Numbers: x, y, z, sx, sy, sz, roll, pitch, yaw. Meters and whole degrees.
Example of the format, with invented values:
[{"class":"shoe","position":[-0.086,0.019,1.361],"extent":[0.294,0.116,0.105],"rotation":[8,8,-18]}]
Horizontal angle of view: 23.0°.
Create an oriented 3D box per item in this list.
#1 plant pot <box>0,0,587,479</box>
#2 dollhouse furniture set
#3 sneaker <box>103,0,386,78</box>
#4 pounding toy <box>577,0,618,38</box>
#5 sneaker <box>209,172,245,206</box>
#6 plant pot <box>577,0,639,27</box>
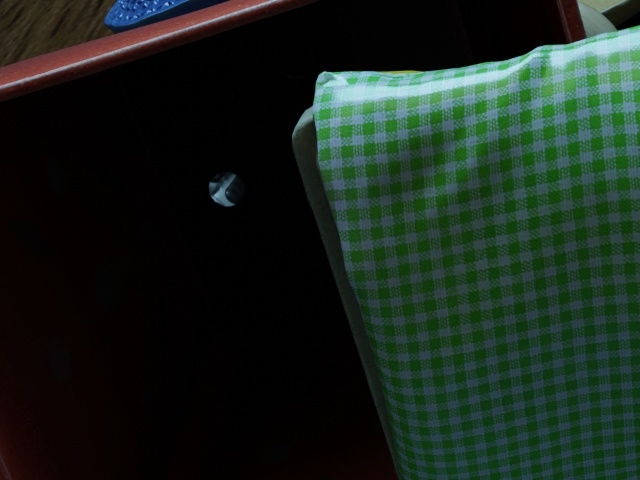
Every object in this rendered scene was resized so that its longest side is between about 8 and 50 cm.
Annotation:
[{"class":"plant pot","position":[0.000,0.000,0.700],"extent":[0.267,0.267,0.236],"rotation":[-16,21,10]},{"class":"dollhouse furniture set","position":[0.124,0.095,0.422],"extent":[0.197,0.301,0.151],"rotation":[-14,31,8]},{"class":"sneaker","position":[-0.037,-0.122,0.880],"extent":[0.081,0.090,0.232],"rotation":[-53,28,-19]},{"class":"pounding toy","position":[0.032,-0.134,0.917],"extent":[0.269,0.154,0.155],"rotation":[2,56,36]},{"class":"sneaker","position":[-0.101,-0.068,1.011],"extent":[0.118,0.107,0.279],"rotation":[-34,26,17]},{"class":"plant pot","position":[0.141,-0.182,1.069],"extent":[0.236,0.032,0.236],"rotation":[-15,33,10]}]
